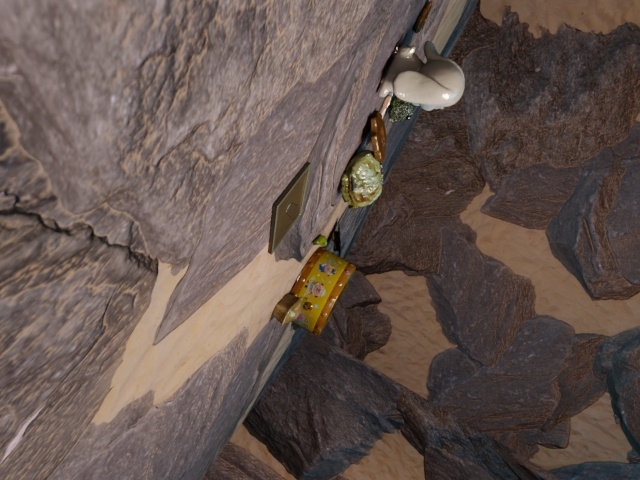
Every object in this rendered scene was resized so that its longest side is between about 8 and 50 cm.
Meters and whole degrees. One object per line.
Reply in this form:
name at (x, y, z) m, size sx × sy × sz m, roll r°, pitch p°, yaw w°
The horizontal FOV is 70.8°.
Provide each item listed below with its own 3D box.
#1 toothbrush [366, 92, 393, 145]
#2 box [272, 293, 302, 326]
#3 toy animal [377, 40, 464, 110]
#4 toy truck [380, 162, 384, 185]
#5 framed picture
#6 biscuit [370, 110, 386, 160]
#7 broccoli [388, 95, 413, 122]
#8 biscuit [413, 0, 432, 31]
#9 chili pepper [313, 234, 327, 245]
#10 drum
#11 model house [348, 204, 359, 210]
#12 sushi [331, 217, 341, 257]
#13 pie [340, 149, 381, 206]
toothbrush at (0.268, -0.558, 1.840) m, size 0.037 × 0.028 × 0.376 m, roll -61°, pitch 176°, yaw -64°
box at (-0.139, 0.307, 2.006) m, size 0.111 × 0.111 × 0.177 m, roll -65°, pitch 171°, yaw 25°
toy animal at (0.356, -0.579, 1.567) m, size 0.174 × 0.288 × 0.249 m, roll 93°, pitch 7°, yaw -68°
toy truck at (0.218, -0.314, 2.017) m, size 0.208 × 0.113 × 0.126 m, roll 68°, pitch 11°, yaw -63°
framed picture at (-0.090, -0.087, 1.289) m, size 0.184 × 0.016 × 0.250 m, roll -57°, pitch 171°, yaw -30°
biscuit at (0.224, -0.421, 1.787) m, size 0.215 × 0.034 × 0.182 m, roll 51°, pitch 41°, yaw -61°
broccoli at (0.360, -0.613, 2.032) m, size 0.204 × 0.118 × 0.123 m, roll -75°, pitch 155°, yaw -51°
biscuit at (0.371, -0.810, 1.648) m, size 0.130 × 0.019 × 0.119 m, roll -58°, pitch 172°, yaw -25°
chili pepper at (0.000, -0.001, 2.063) m, size 0.048 × 0.043 × 0.208 m, roll -37°, pitch 169°, yaw 8°
drum at (-0.003, 0.257, 2.289) m, size 0.431 × 0.214 × 0.431 m, roll -59°, pitch 171°, yaw -16°
model house at (0.190, -0.200, 2.512) m, size 0.058 × 0.057 × 0.083 m, roll -28°, pitch -136°, yaw 55°
sushi at (0.080, 0.006, 2.383) m, size 0.210 × 0.040 × 0.193 m, roll 90°, pitch -2°, yaw -64°
pie at (0.179, -0.244, 1.873) m, size 0.200 × 0.090 × 0.248 m, roll -29°, pitch 133°, yaw -15°
